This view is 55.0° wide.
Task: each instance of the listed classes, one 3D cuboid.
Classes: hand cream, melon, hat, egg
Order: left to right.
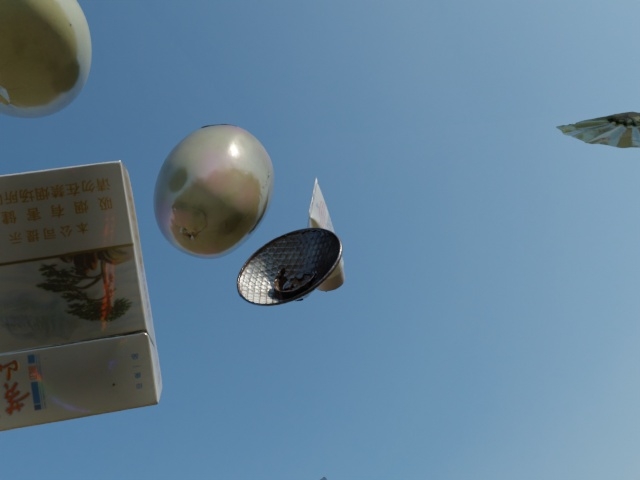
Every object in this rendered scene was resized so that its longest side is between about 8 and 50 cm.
[{"bbox_3d":[-0.481,-0.313,0.982,0.219,0.219,0.269,-13,-31,-26],"label":"egg"},{"bbox_3d":[-0.205,-0.101,1.199,0.223,0.316,0.223,6,-53,8],"label":"melon"},{"bbox_3d":[-0.039,0.067,1.049,0.193,0.193,0.082,-32,-58,-7],"label":"hat"},{"bbox_3d":[0.000,0.000,1.367,0.083,0.133,0.247,-5,-55,8],"label":"hand cream"}]

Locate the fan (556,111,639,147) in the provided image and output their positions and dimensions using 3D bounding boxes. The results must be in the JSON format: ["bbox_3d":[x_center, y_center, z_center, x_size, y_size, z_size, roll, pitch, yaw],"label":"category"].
[{"bbox_3d":[0.501,-0.172,0.969,0.131,0.240,0.009,26,-108,-53],"label":"fan"}]

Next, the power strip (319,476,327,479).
[{"bbox_3d":[-0.030,0.300,0.658,0.111,0.029,0.038,-43,-17,4],"label":"power strip"}]

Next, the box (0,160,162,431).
[{"bbox_3d":[-0.244,0.051,0.586,0.150,0.067,0.233,-9,-89,-8],"label":"box"}]
